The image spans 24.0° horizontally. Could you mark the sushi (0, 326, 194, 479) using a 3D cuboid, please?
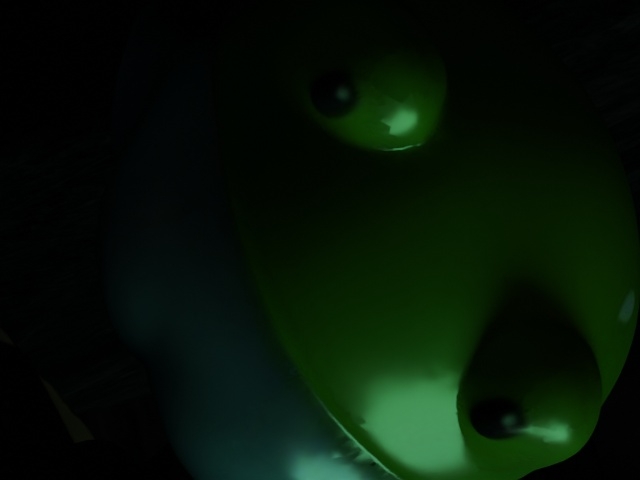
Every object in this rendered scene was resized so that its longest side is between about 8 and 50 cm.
[{"bbox_3d":[-0.089,0.061,0.380,0.059,0.292,0.294,-46,170,12],"label":"sushi"}]

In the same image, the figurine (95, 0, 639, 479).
[{"bbox_3d":[0.000,0.000,0.455,0.143,0.162,0.263,-23,-175,-13],"label":"figurine"}]
